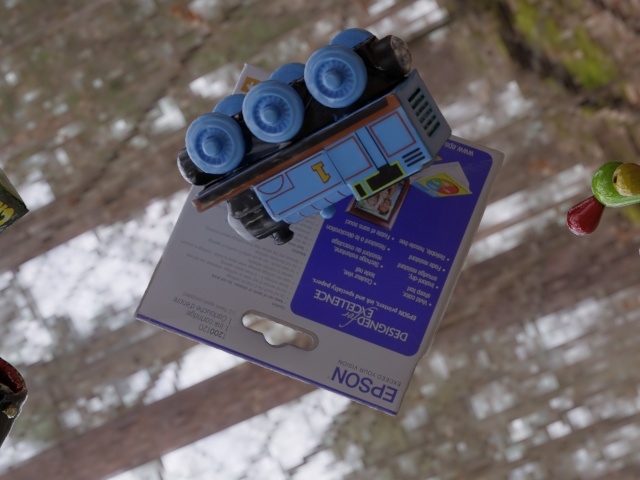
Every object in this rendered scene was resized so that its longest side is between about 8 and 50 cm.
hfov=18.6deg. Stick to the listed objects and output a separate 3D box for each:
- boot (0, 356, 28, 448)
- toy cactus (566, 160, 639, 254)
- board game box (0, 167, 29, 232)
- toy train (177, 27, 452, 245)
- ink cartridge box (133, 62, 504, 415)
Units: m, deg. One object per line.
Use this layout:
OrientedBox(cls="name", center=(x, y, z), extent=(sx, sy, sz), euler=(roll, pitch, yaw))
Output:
OrientedBox(cls="boot", center=(-0.275, 0.179, 1.374), extent=(0.085, 0.179, 0.236), euler=(28, -172, -17))
OrientedBox(cls="toy cactus", center=(0.255, -0.002, 1.163), extent=(0.112, 0.180, 0.219), euler=(-6, -138, -45))
OrientedBox(cls="board game box", center=(-0.230, -0.120, 0.880), extent=(0.260, 0.030, 0.136), euler=(53, 177, 17))
OrientedBox(cls="toy train", center=(-0.007, -0.066, 1.302), extent=(0.105, 0.184, 0.080), euler=(59, -157, -7))
OrientedBox(cls="ink cartridge box", center=(0.000, 0.000, 1.395), extent=(0.045, 0.206, 0.208), euler=(69, -137, -72))
